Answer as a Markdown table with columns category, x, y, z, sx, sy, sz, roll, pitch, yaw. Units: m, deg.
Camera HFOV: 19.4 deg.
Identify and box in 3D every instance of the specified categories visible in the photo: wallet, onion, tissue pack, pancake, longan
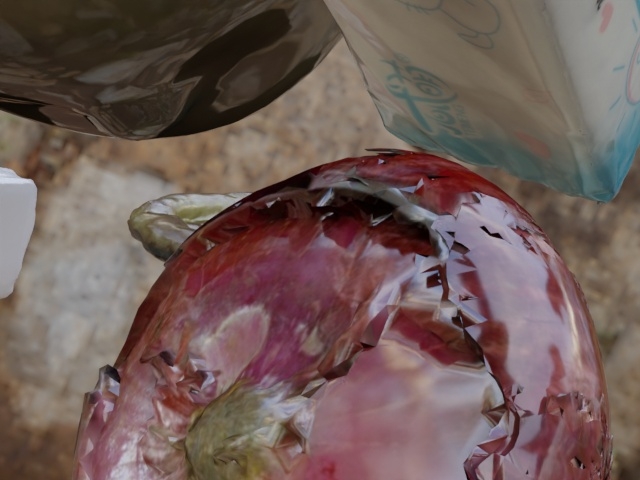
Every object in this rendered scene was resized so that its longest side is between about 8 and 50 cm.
| category | x | y | z | sx | sy | sz | roll | pitch | yaw |
| --- | --- | --- | --- | --- | --- | --- | --- | --- | --- |
| wallet | -0.249 | 0.000 | 1.156 | 0.033 | 0.095 | 0.190 | 27 | 20 | 31 |
| onion | 0.020 | 0.067 | 0.558 | 0.147 | 0.184 | 0.184 | 19 | 12 | -35 |
| tissue pack | 0.072 | -0.159 | 0.669 | 0.124 | 0.201 | 0.271 | 14 | -21 | 22 |
| pancake | 0.000 | 0.001 | 1.259 | 0.250 | 0.031 | 0.250 | 5 | 14 | -1 |
| longan | -0.119 | -0.206 | 0.969 | 0.361 | 0.361 | 0.361 | 22 | 13 | -5 |
